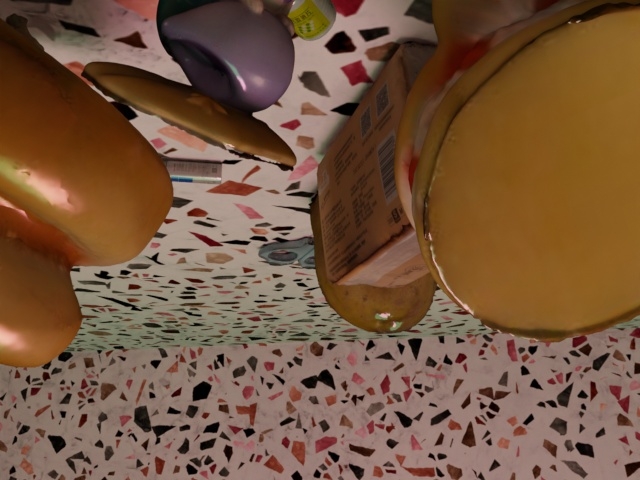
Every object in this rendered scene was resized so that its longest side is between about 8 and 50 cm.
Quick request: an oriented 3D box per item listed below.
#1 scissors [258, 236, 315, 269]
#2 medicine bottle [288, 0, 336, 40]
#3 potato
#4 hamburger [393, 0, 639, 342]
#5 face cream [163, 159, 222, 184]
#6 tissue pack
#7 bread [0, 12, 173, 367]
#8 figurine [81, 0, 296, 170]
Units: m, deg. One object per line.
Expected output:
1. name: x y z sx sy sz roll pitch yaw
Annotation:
1. scissors: 0.000 0.001 1.274 0.191 0.029 0.360 9 159 -23
2. medicine bottle: -0.023 -0.231 0.564 0.047 0.047 0.083 -12 159 28
3. potato: 0.093 0.033 1.004 0.230 0.265 0.229 -3 153 -1
4. hamburger: 0.178 -0.086 0.486 0.261 0.186 0.302 -30 121 10
5. face cream: -0.221 -0.109 0.933 0.130 0.034 0.034 3 161 -12
6. tissue pack: 0.146 -0.075 0.788 0.239 0.238 0.305 5 159 -18
7. bread: -0.336 -0.096 0.487 0.424 0.245 0.329 32 -176 -2
8. figurine: -0.052 -0.203 0.411 0.181 0.257 0.208 20 -169 -32
